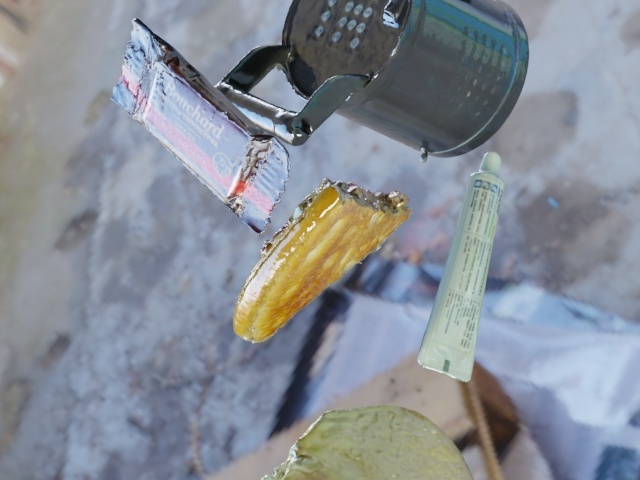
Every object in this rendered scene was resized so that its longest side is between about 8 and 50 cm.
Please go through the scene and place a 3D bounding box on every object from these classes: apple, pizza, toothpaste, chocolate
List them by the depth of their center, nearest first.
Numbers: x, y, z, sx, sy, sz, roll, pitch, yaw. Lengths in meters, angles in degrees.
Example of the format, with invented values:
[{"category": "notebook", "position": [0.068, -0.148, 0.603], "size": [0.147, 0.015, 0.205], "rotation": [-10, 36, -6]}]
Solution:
[{"category": "chocolate", "position": [-0.088, -0.085, 1.272], "size": [0.182, 0.028, 0.086], "rotation": [39, 130, 24]}, {"category": "toothpaste", "position": [0.120, 0.017, 1.403], "size": [0.029, 0.048, 0.197], "rotation": [144, 143, -65]}, {"category": "pizza", "position": [0.000, 0.000, 1.492], "size": [0.053, 0.193, 0.201], "rotation": [47, 126, 16]}, {"category": "apple", "position": [0.015, 0.328, 1.905], "size": [0.314, 0.252, 0.309], "rotation": [-13, 12, 36]}]

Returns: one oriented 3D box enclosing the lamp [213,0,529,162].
[{"category": "lamp", "position": [0.098, -0.206, 1.977], "size": [0.374, 0.272, 0.205], "rotation": [-53, 39, -10]}]
